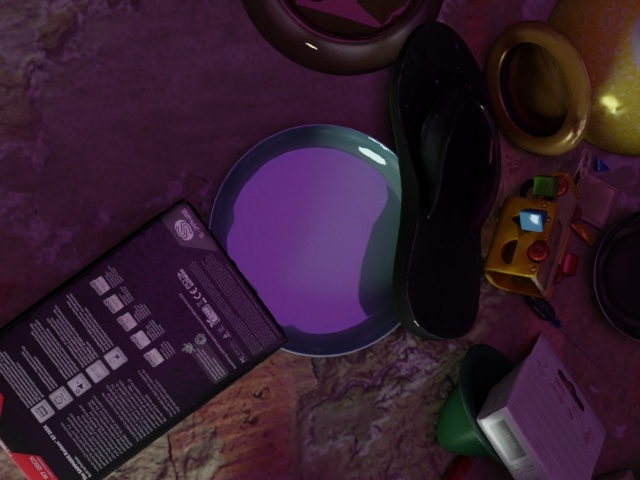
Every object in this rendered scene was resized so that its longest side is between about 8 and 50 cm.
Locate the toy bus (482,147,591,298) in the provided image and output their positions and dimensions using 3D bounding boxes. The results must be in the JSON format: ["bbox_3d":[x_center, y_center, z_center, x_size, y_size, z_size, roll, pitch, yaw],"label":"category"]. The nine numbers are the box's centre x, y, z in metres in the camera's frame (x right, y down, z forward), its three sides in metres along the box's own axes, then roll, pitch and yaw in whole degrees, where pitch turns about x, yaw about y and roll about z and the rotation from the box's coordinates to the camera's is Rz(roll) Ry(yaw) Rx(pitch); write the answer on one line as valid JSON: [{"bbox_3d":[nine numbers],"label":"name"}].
[{"bbox_3d":[0.296,-0.022,1.639,0.202,0.104,0.191,-34,128,-52],"label":"toy bus"}]

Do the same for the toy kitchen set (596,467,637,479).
[{"bbox_3d":[0.534,0.355,1.696,0.207,0.166,0.122,-22,95,31],"label":"toy kitchen set"}]

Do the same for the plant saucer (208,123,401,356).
[{"bbox_3d":[0.000,0.000,1.602,0.317,0.043,0.318,1,88,-13],"label":"plant saucer"}]

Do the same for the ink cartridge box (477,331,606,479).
[{"bbox_3d":[0.311,0.260,1.616,0.066,0.232,0.189,-30,97,26],"label":"ink cartridge box"}]

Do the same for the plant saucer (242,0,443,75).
[{"bbox_3d":[0.036,-0.387,1.620,0.310,0.050,0.311,0,88,-12],"label":"plant saucer"}]

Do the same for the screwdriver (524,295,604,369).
[{"bbox_3d":[0.355,0.135,1.697,0.025,0.024,0.170,-37,105,18],"label":"screwdriver"}]

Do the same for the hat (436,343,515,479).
[{"bbox_3d":[0.181,0.268,1.646,0.173,0.183,0.208,49,36,-17],"label":"hat"}]

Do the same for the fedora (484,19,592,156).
[{"bbox_3d":[0.320,-0.217,1.636,0.079,0.194,0.194,-23,94,-41],"label":"fedora"}]

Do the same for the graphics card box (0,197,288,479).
[{"bbox_3d":[-0.254,0.142,1.490,0.371,0.094,0.233,-37,96,-3],"label":"graphics card box"}]

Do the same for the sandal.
[{"bbox_3d":[0.187,-0.088,1.584,0.167,0.107,0.446,8,77,-34],"label":"sandal"}]

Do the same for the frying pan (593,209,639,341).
[{"bbox_3d":[0.545,0.071,1.725,0.326,0.053,0.197,18,84,-14],"label":"frying pan"}]

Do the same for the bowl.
[{"bbox_3d":[0.482,-0.272,1.667,0.289,0.156,0.290,0,89,-14],"label":"bowl"}]

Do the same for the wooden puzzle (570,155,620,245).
[{"bbox_3d":[0.400,-0.058,1.714,0.078,0.014,0.116,34,81,-15],"label":"wooden puzzle"}]
